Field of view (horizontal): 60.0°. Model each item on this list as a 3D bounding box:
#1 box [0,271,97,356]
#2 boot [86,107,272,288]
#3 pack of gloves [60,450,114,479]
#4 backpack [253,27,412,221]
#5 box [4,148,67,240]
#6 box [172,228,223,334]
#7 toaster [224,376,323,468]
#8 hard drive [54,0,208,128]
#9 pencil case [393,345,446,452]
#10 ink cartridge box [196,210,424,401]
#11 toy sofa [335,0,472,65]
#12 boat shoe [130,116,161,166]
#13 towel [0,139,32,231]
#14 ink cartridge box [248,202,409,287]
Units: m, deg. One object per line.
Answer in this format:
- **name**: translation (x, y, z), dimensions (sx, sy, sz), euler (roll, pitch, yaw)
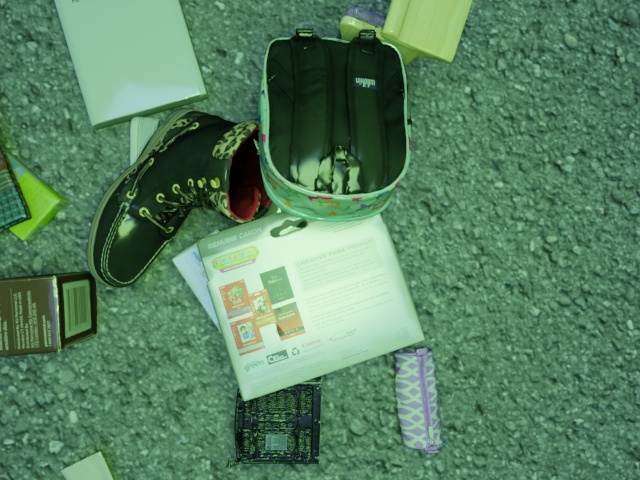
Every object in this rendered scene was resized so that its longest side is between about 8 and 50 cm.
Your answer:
- **box**: translation (-0.631, 0.139, 1.005), dimensions (0.381, 0.191, 0.143), euler (-3, 89, -3)
- **boot**: translation (-0.232, -0.071, 0.966), dimensions (0.138, 0.284, 0.377), euler (46, 65, -42)
- **pack of gloves**: translation (-0.467, 0.548, 1.090), dimensions (0.195, 0.046, 0.232), euler (-26, 98, -7)
- **backpack**: translation (0.016, -0.151, 0.813), dimensions (0.225, 0.191, 0.254), euler (0, 65, -8)
- **box**: translation (-0.605, -0.096, 1.084), dimensions (0.178, 0.042, 0.109), euler (41, 88, -1)
- **box**: translation (-0.179, 0.091, 1.069), dimensions (0.103, 0.114, 0.203), euler (-33, 91, -5)
- **toaster**: translation (-0.087, 0.338, 1.072), dimensions (0.185, 0.110, 0.168), euler (1, 88, -4)
- **hard drive**: translation (-0.386, -0.424, 1.101), dimensions (0.233, 0.047, 0.353), euler (-17, 89, -4)
- **pencil case**: translation (0.194, 0.312, 1.100), dimensions (0.086, 0.088, 0.206), euler (-8, 89, -6)
- **ink cartridge box**: translation (-0.020, 0.082, 0.941), dimensions (0.309, 0.130, 0.272), euler (-17, 88, -3)
- **toy sofa**: translation (0.112, -0.362, 0.972), dimensions (0.177, 0.362, 0.150), euler (20, 88, -8)
- **boat shoe**: translation (-0.335, -0.154, 1.096), dimensions (0.063, 0.066, 0.184), euler (-4, 79, -2)
- **towel**: translation (-0.758, -0.090, 1.048), dimensions (0.370, 0.040, 0.272), euler (-23, 90, 6)
- **ink cartridge box**: translation (0.000, 0.000, 1.073), dimensions (0.223, 0.129, 0.308), euler (-26, 91, -2)
